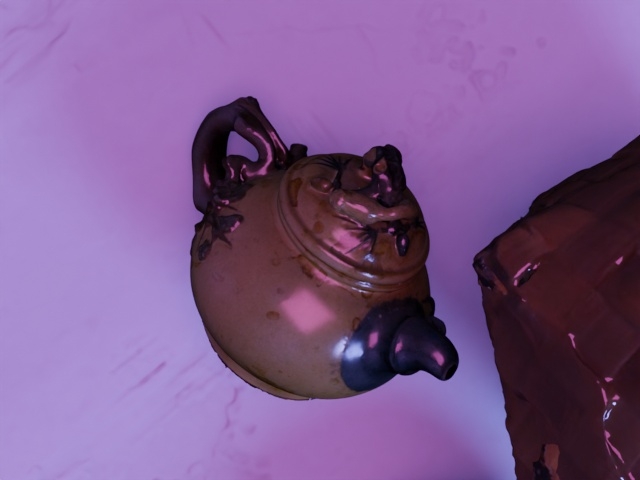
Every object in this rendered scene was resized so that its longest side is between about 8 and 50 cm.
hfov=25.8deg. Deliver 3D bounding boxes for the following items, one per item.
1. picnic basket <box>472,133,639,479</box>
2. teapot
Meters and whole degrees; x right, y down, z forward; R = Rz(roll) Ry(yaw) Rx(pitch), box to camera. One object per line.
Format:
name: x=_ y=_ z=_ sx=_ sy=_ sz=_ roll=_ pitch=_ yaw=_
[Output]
picnic basket: x=0.283 y=0.065 z=0.895 sx=0.337 sy=0.337 sz=0.293 roll=-11 pitch=97 yaw=-1
teapot: x=0.000 y=0.000 z=0.961 sx=0.269 sy=0.173 sz=0.182 roll=54 pitch=133 yaw=22
